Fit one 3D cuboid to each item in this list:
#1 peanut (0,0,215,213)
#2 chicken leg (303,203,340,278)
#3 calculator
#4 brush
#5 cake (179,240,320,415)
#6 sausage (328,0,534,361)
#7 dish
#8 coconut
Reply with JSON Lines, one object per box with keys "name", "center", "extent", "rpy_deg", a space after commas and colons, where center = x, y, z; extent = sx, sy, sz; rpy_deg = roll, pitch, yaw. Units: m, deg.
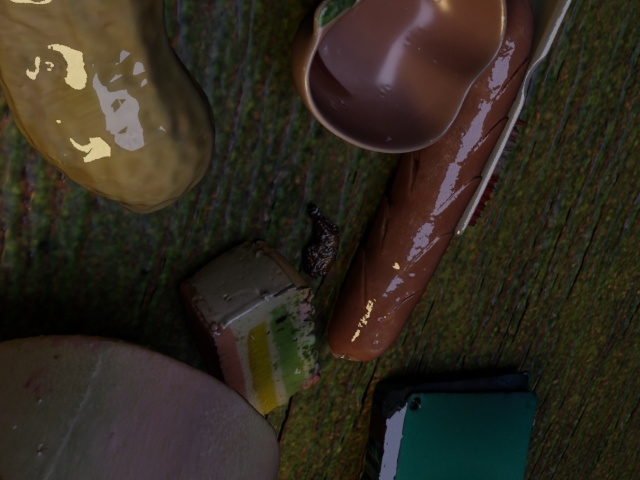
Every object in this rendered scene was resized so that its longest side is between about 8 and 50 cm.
{"name": "peanut", "center": [-0.168, -0.146, 0.611], "extent": [0.149, 0.149, 0.313], "rpy_deg": [-29, 127, -16]}
{"name": "chicken leg", "center": [0.002, 0.001, 0.871], "extent": [0.036, 0.021, 0.083], "rpy_deg": [-3, 117, -21]}
{"name": "calculator", "center": [0.157, 0.298, 1.075], "extent": [0.249, 0.058, 0.273], "rpy_deg": [3, 95, -33]}
{"name": "brush", "center": [0.196, -0.158, 0.885], "extent": [0.050, 0.060, 0.320], "rpy_deg": [4, 114, -48]}
{"name": "cake", "center": [-0.067, 0.096, 0.869], "extent": [0.109, 0.090, 0.225], "rpy_deg": [-31, 146, -18]}
{"name": "sausage", "center": [0.112, -0.059, 0.869], "extent": [0.088, 0.088, 0.432], "rpy_deg": [11, 109, -36]}
{"name": "dish", "center": [0.055, -0.188, 0.757], "extent": [0.213, 0.090, 0.213], "rpy_deg": [-17, 125, -26]}
{"name": "coconut", "center": [-0.190, 0.216, 0.698], "extent": [0.298, 0.309, 0.297], "rpy_deg": [6, 132, 6]}
